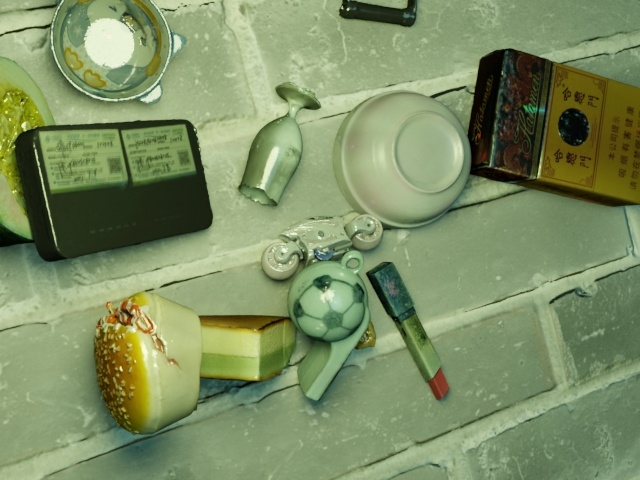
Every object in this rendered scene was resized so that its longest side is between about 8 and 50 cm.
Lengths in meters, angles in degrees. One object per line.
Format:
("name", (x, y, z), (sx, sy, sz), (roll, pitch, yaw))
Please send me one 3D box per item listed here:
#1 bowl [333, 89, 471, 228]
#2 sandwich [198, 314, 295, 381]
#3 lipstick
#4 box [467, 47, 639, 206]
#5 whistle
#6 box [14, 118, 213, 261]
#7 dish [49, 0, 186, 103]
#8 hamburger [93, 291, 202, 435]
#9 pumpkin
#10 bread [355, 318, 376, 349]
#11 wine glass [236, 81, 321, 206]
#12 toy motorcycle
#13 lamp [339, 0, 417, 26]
("bowl", (0.181, -0.166, 1.535), (0.287, 0.144, 0.286), (1, 88, -19))
("sandwich", (-0.159, 0.190, 1.424), (0.186, 0.220, 0.108), (2, 91, 16))
("lipstick", (0.191, 0.189, 1.579), (0.051, 0.051, 0.312), (-32, 100, -20))
("box", (0.523, -0.235, 1.677), (0.416, 0.116, 0.264), (12, 86, -20))
("whistle", (-0.003, 0.142, 1.422), (0.164, 0.163, 0.289), (27, 104, -18))
("box", (-0.331, -0.095, 1.298), (0.350, 0.058, 0.211), (-14, 94, -53))
("dish", (-0.359, -0.352, 1.363), (0.228, 0.086, 0.236), (-17, 106, -17))
("hamburger", (-0.295, 0.203, 1.269), (0.152, 0.295, 0.227), (2, 76, -29))
("pumpkin", (-0.553, -0.127, 1.205), (0.197, 0.263, 0.292), (-11, 87, 10))
("bread", (0.071, 0.150, 1.524), (0.054, 0.074, 0.132), (-18, 93, -8))
("wine glass", (-0.077, -0.179, 1.460), (0.103, 0.103, 0.222), (23, 81, -18))
("toy motorcycle", (0.000, 0.000, 1.497), (0.254, 0.112, 0.112), (-19, 95, -18))
("lamp", (0.160, -0.633, 1.469), (0.205, 0.272, 0.373), (2, 88, -19))
